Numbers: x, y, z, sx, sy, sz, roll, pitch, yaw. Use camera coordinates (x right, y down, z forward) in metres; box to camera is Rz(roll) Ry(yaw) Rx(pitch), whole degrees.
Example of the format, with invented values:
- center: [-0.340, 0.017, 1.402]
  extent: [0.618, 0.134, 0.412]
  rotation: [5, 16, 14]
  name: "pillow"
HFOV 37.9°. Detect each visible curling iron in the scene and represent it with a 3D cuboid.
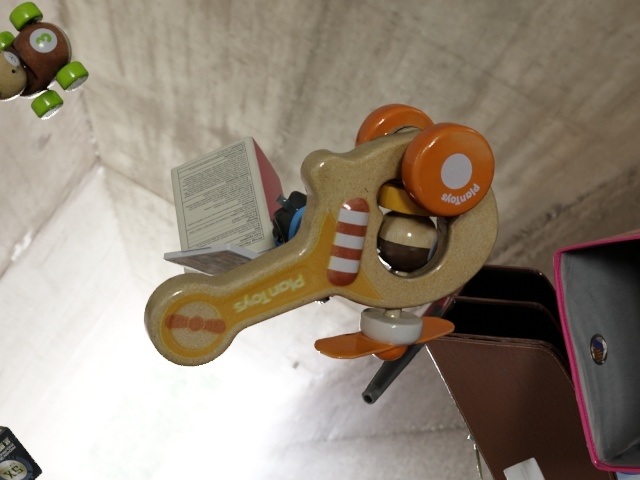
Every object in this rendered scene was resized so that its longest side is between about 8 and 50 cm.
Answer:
- center: [0.105, 0.113, 1.158]
  extent: [0.035, 0.068, 0.274]
  rotation: [-58, -3, 41]
  name: "curling iron"

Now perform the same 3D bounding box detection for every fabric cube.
- center: [0.450, 0.098, 1.027]
  extent: [0.258, 0.254, 0.259]
  rotation: [-11, 0, -45]
  name: "fabric cube"

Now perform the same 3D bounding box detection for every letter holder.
- center: [0.309, 0.197, 1.273]
  extent: [0.214, 0.302, 0.152]
  rotation: [2, 40, 45]
  name: "letter holder"

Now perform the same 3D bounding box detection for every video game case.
- center: [-0.129, 0.025, 1.193]
  extent: [0.122, 0.087, 0.011]
  rotation: [-8, 68, 40]
  name: "video game case"

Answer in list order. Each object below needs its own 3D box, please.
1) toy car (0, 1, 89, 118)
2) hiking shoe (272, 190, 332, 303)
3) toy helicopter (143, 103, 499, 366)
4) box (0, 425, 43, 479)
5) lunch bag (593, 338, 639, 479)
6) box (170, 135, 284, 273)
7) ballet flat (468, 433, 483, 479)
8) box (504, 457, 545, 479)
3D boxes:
- center: [-0.503, -0.280, 1.503]
  extent: [0.149, 0.155, 0.188]
  rotation: [-38, -1, 29]
  name: "toy car"
- center: [0.000, 0.000, 1.248]
  extent: [0.113, 0.132, 0.304]
  rotation: [-44, -3, -10]
  name: "hiking shoe"
- center: [0.010, 0.034, 0.877]
  extent: [0.355, 0.235, 0.140]
  rotation: [-23, 24, -14]
  name: "toy helicopter"
- center: [-0.451, 0.301, 1.147]
  extent: [0.180, 0.078, 0.147]
  rotation: [-9, 29, 49]
  name: "box"
- center: [0.461, 0.253, 1.540]
  extent: [0.243, 0.303, 0.115]
  rotation: [-40, -39, -19]
  name: "lunch bag"
- center: [-0.131, -0.021, 1.450]
  extent: [0.127, 0.148, 0.232]
  rotation: [56, -165, -51]
  name: "box"
- center: [0.337, 0.432, 1.658]
  extent: [0.087, 0.247, 0.083]
  rotation: [-35, -34, 13]
  name: "ballet flat"
- center: [0.249, 0.333, 0.942]
  extent: [0.038, 0.186, 0.145]
  rotation: [-23, 36, 6]
  name: "box"
